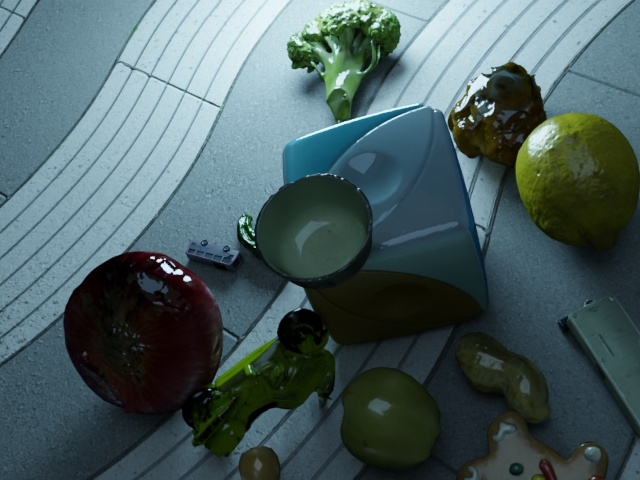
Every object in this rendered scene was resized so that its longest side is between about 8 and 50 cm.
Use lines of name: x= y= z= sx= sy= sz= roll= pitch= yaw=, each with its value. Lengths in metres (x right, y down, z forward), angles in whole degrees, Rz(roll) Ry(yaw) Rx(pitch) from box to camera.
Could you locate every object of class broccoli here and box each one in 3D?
broccoli: x=0.038 y=-0.484 z=2.432 sx=0.254 sy=0.186 sz=0.302 roll=26 pitch=59 yaw=21

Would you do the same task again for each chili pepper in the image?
chili pepper: x=-0.137 y=-0.001 z=2.209 sx=0.073 sy=0.050 sz=0.182 roll=-46 pitch=54 yaw=-11

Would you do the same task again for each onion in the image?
onion: x=-0.344 y=0.180 z=2.009 sx=0.348 sy=0.285 sz=0.347 roll=4 pitch=100 yaw=22

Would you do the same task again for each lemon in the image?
lemon: x=0.530 y=-0.122 z=2.007 sx=0.245 sy=0.245 sz=0.319 roll=-14 pitch=62 yaw=4

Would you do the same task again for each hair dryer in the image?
hair dryer: x=0.510 y=0.182 z=1.927 sx=0.047 sy=0.026 sz=0.083 roll=-26 pitch=56 yaw=-5

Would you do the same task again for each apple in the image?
apple: x=0.126 y=0.335 z=1.815 sx=0.200 sy=0.200 sz=0.200 roll=-7 pitch=53 yaw=9

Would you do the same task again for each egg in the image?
egg: x=-0.114 y=0.440 z=1.863 sx=0.080 sy=0.080 sz=0.096 roll=-17 pitch=70 yaw=2

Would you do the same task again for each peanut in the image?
peanut: x=0.351 y=0.258 z=1.868 sx=0.229 sy=0.103 sz=0.098 roll=35 pitch=28 yaw=32

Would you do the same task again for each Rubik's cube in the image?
Rubik's cube: x=0.131 y=-0.025 z=1.965 sx=0.352 sy=0.347 sz=0.351 roll=-12 pitch=55 yaw=9

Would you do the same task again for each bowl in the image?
bowl: x=0.000 y=0.000 z=1.711 sx=0.212 sy=0.112 sz=0.211 roll=-8 pitch=60 yaw=13

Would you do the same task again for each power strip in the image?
power strip: x=0.592 y=0.263 z=1.821 sx=0.106 sy=0.043 sz=0.367 roll=-23 pitch=57 yaw=-4

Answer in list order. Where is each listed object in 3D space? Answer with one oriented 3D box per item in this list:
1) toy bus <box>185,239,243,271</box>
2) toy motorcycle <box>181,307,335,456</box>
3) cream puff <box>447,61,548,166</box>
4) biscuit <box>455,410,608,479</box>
toy bus: x=-0.242 y=0.033 z=2.218 sx=0.131 sy=0.037 sz=0.052 roll=14 pitch=61 yaw=24
toy motorcycle: x=-0.102 y=0.291 z=1.914 sx=0.342 sy=0.206 sz=0.142 roll=-39 pitch=17 yaw=3
cream puff: x=0.410 y=-0.287 z=2.212 sx=0.241 sy=0.154 sz=0.268 roll=14 pitch=61 yaw=24
biscuit: x=0.423 y=0.440 z=1.718 sx=0.340 sy=0.047 sz=0.216 roll=30 pitch=79 yaw=23
